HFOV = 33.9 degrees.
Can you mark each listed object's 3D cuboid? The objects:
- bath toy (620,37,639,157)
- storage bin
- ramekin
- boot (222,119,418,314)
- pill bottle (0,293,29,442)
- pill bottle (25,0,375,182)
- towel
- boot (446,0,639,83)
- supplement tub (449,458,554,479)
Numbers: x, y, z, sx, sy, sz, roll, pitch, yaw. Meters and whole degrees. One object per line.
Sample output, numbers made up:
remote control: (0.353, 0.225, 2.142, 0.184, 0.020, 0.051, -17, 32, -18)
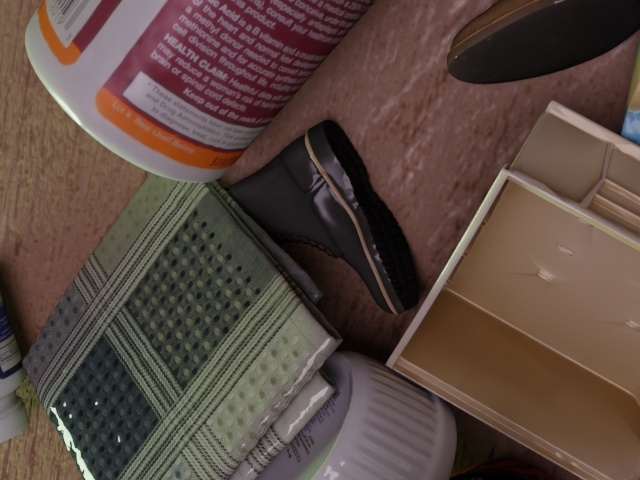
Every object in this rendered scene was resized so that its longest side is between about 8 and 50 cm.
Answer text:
bath toy: (0.429, -0.094, 0.858, 0.348, 0.151, 0.129, 12, 72, 12)
storage bin: (0.233, 0.061, 0.898, 0.260, 0.123, 0.262, 30, 135, 6)
ramekin: (0.017, 0.201, 0.982, 0.109, 0.207, 0.207, 35, 113, -22)
boot: (0.000, 0.000, 1.031, 0.137, 0.077, 0.197, -28, 83, 25)
pill bottle: (-0.386, 0.128, 1.143, 0.112, 0.112, 0.186, -11, 101, 18)
pill bottle: (-0.053, -0.257, 0.887, 0.224, 0.224, 0.392, 44, 111, 1)
towel: (-0.144, 0.113, 1.032, 0.324, 0.056, 0.312, -52, 54, 16)
boot: (0.236, -0.238, 0.898, 0.305, 0.112, 0.115, -28, 66, 25)
supplement tub: (0.150, 0.333, 0.942, 0.194, 0.316, 0.193, 4, 105, 14)
